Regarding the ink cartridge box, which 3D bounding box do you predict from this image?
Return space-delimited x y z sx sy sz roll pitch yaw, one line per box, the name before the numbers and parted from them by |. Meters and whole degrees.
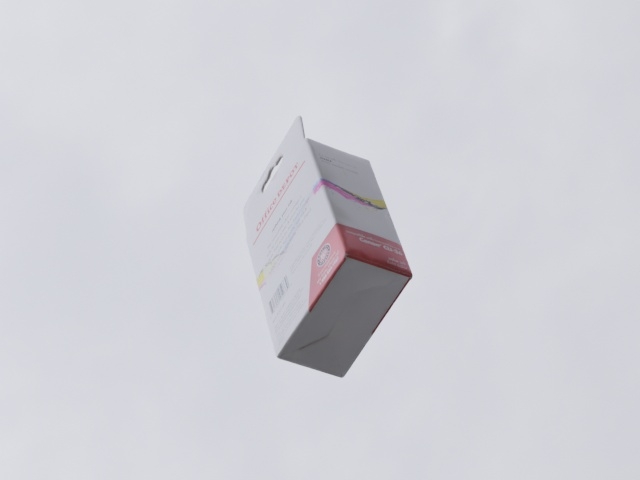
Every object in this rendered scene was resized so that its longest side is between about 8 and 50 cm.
ink cartridge box | 0.000 0.000 1.338 0.067 0.198 0.115 18 -58 -26
